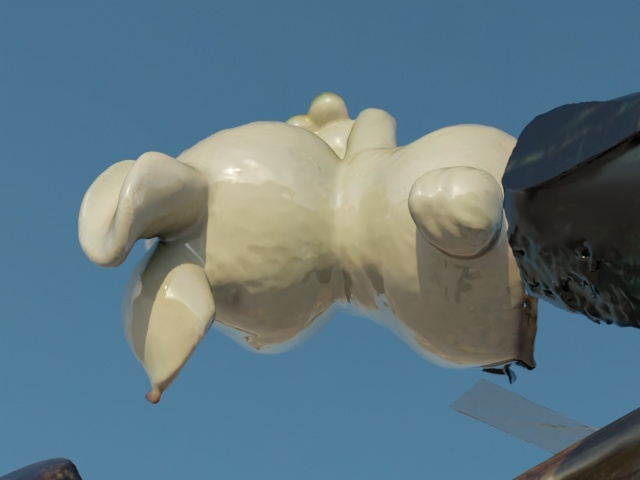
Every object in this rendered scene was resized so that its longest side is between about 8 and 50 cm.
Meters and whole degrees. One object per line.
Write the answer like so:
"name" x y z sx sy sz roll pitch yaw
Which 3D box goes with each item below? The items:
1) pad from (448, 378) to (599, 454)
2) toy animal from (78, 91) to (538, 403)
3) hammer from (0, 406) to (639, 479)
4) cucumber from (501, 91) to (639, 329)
"pad" 0.188 0.145 1.237 0.188 0.006 0.113 24 -16 -1
"toy animal" 0.000 0.002 1.200 0.310 0.247 0.182 5 -78 1
"hammer" 0.050 0.145 0.719 0.409 0.095 0.242 -26 -86 -10
"cucumber" 0.148 -0.024 0.593 0.086 0.115 0.193 40 -28 -30
